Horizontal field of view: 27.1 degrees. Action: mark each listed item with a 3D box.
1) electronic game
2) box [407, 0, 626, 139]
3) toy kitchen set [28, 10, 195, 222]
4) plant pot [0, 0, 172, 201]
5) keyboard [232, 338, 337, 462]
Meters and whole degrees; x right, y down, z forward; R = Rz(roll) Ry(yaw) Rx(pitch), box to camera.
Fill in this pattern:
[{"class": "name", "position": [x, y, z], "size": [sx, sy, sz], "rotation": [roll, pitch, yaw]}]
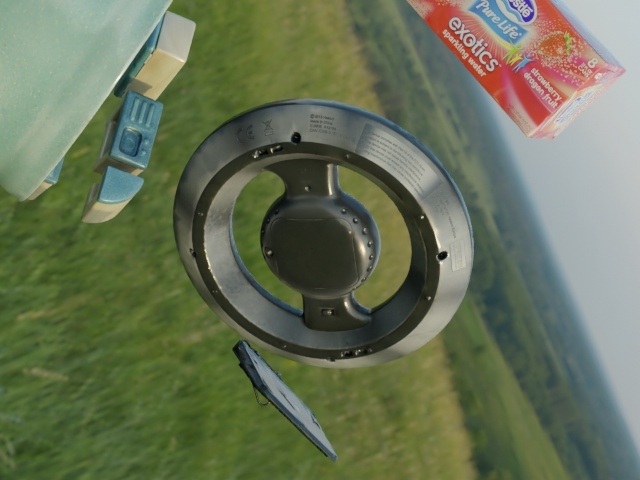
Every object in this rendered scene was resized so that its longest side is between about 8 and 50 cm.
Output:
[{"class": "electronic game", "position": [0.000, 0.000, 0.991], "size": [0.229, 0.229, 0.048], "rotation": [63, 27, -23]}, {"class": "box", "position": [0.226, -0.255, 1.586], "size": [0.257, 0.128, 0.122], "rotation": [51, 20, 14]}, {"class": "toy kitchen set", "position": [-0.244, -0.145, 1.361], "size": [0.166, 0.122, 0.207], "rotation": [21, 62, -20]}, {"class": "plant pot", "position": [-0.220, -0.202, 0.971], "size": [0.196, 0.293, 0.293], "rotation": [34, 19, -14]}, {"class": "keyboard", "position": [-0.049, 0.175, 1.425], "size": [0.192, 0.038, 0.100], "rotation": [53, 4, -49]}]
